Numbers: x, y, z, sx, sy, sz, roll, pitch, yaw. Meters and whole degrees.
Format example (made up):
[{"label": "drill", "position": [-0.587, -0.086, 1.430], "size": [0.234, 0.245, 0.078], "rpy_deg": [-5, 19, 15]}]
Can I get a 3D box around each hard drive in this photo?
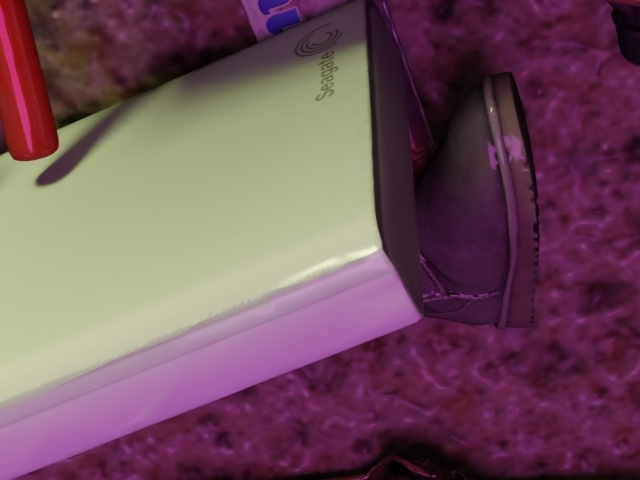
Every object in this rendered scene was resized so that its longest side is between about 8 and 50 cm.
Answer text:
[{"label": "hard drive", "position": [-0.129, 0.021, 0.748], "size": [0.353, 0.233, 0.047], "rpy_deg": [-22, 118, 12]}]

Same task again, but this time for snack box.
[{"label": "snack box", "position": [0.001, -0.104, 0.824], "size": [0.064, 0.022, 0.178], "rpy_deg": [-17, 119, 8]}]

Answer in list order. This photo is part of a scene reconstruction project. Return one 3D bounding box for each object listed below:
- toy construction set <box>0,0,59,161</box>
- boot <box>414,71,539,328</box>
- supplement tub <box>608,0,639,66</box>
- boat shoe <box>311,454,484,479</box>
[{"label": "toy construction set", "position": [-0.284, -0.113, 0.708], "size": [0.309, 0.257, 0.237], "rpy_deg": [-16, 108, -19]}, {"label": "boot", "position": [0.000, 0.001, 0.838], "size": [0.209, 0.076, 0.189], "rpy_deg": [-3, 139, 3]}, {"label": "supplement tub", "position": [0.148, -0.176, 0.750], "size": [0.106, 0.106, 0.198], "rpy_deg": [-14, 119, 4]}, {"label": "boat shoe", "position": [0.055, 0.175, 0.931], "size": [0.307, 0.110, 0.104], "rpy_deg": [-11, 120, 1]}]
